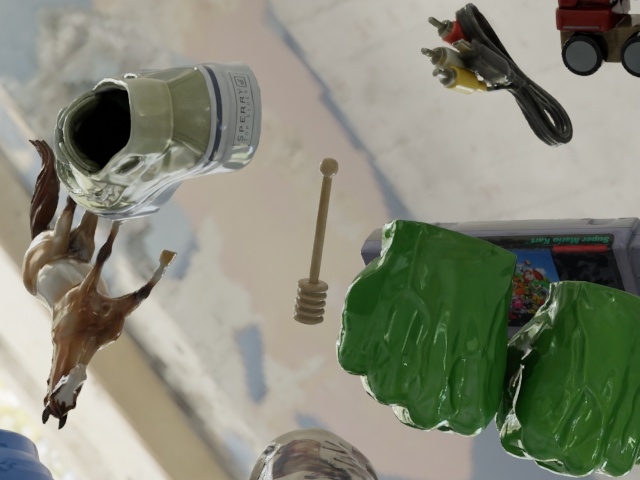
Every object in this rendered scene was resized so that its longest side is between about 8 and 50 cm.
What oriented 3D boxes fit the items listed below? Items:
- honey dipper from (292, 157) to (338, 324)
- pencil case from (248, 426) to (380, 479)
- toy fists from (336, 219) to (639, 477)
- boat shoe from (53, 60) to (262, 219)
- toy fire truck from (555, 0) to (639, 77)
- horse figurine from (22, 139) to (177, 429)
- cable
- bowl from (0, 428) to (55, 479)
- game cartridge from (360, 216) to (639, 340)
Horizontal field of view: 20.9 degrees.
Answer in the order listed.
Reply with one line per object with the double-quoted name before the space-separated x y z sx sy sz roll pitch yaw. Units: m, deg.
"honey dipper" 0.000 0.000 1.602 0.030 0.030 0.161 27 -64 39
"pencil case" -0.006 0.356 1.784 0.410 0.160 0.183 -92 -179 -71
"toy fists" 0.140 0.092 1.297 0.279 0.142 0.096 20 -16 -21
"boat shoe" -0.140 -0.079 1.233 0.302 0.094 0.109 164 -73 -63
"toy fire truck" 0.403 -0.334 2.205 0.217 0.158 0.246 5 -63 28
"horse figurine" -0.209 0.021 1.507 0.066 0.174 0.263 17 26 -36
"cable" 0.250 -0.231 2.455 0.072 0.139 0.287 -23 -38 34
"bowl" -0.488 0.301 1.923 0.391 0.391 0.077 117 -40 -65
"game cartridge" 0.228 0.082 1.751 0.355 0.068 0.230 -2 -51 32
